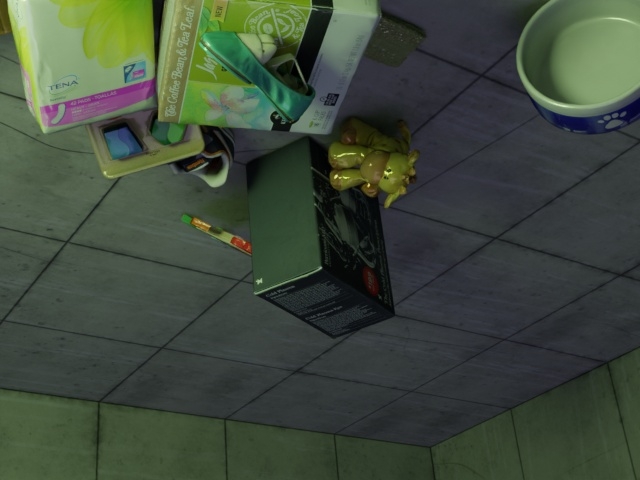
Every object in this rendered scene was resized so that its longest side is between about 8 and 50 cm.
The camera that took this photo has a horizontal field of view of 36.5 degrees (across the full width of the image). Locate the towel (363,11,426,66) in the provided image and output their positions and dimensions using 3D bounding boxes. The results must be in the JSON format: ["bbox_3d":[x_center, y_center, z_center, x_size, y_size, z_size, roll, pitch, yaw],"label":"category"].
[{"bbox_3d":[0.119,-0.387,1.856,0.148,0.027,0.110,15,144,-29],"label":"towel"}]

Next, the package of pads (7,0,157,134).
[{"bbox_3d":[-0.405,-0.337,1.662,0.229,0.101,0.296,-18,139,-23],"label":"package of pads"}]

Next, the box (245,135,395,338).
[{"bbox_3d":[0.000,0.000,2.192,0.179,0.343,0.312,-23,146,26],"label":"box"}]

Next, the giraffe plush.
[{"bbox_3d":[0.132,-0.154,2.061,0.210,0.170,0.181,-6,116,-9],"label":"giraffe plush"}]

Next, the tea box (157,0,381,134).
[{"bbox_3d":[-0.104,-0.368,1.656,0.324,0.219,0.329,3,149,-13],"label":"tea box"}]

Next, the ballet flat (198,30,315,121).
[{"bbox_3d":[-0.089,-0.278,1.534,0.087,0.083,0.247,-42,140,11],"label":"ballet flat"}]

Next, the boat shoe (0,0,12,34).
[{"bbox_3d":[-0.626,-0.401,1.638,0.342,0.123,0.123,-18,119,-14],"label":"boat shoe"}]

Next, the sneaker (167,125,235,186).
[{"bbox_3d":[-0.282,-0.222,1.983,0.126,0.127,0.321,-21,146,27],"label":"sneaker"}]

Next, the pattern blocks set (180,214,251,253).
[{"bbox_3d":[-0.194,0.009,2.310,0.325,0.026,0.285,24,174,38],"label":"pattern blocks set"}]

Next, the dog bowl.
[{"bbox_3d":[0.499,-0.331,1.777,0.265,0.264,0.104,-16,151,18],"label":"dog bowl"}]

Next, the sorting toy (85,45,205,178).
[{"bbox_3d":[-0.303,-0.257,1.874,0.307,0.041,0.229,-17,120,-6],"label":"sorting toy"}]
